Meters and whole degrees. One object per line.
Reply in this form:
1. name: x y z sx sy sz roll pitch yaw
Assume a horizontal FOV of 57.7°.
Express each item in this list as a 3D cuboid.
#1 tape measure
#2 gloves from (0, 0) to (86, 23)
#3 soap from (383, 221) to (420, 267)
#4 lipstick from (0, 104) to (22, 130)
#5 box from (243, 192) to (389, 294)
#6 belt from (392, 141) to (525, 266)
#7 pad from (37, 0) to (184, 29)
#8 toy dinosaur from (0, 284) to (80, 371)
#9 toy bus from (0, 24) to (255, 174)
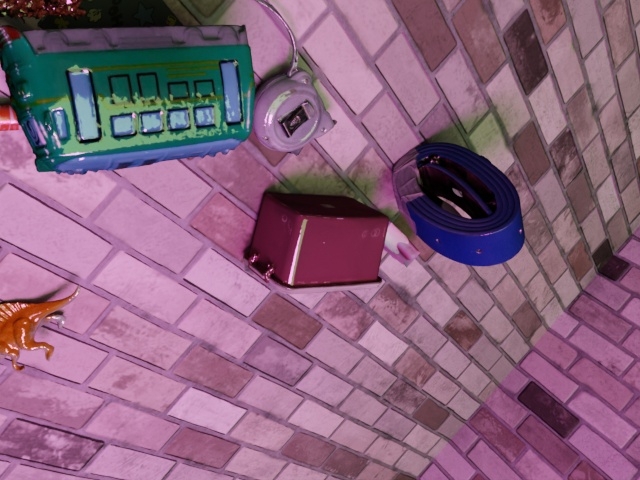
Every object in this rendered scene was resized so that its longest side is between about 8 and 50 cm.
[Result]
1. tape measure: -0.088 -0.291 1.046 0.164 0.084 0.330 -46 138 -9
2. gloves: -0.409 -0.376 0.696 0.312 0.135 0.210 18 86 -22
3. soap: 0.181 0.002 1.444 0.056 0.100 0.149 -49 135 0
4. lipstick: -0.439 -0.187 0.876 0.131 0.038 0.038 -11 125 -33
5. box: 0.000 0.000 1.244 0.294 0.193 0.167 -1 113 -38
6. belt: 0.304 -0.084 1.306 0.212 0.347 0.117 -34 135 -5
7. pad: -0.297 -0.308 0.930 0.170 0.006 0.245 -45 136 -3
8. toy dinosaur: -0.535 0.148 1.034 0.142 0.057 0.212 25 90 -25
9. toy bus: -0.272 -0.209 0.854 0.343 0.183 0.199 -13 102 -30
